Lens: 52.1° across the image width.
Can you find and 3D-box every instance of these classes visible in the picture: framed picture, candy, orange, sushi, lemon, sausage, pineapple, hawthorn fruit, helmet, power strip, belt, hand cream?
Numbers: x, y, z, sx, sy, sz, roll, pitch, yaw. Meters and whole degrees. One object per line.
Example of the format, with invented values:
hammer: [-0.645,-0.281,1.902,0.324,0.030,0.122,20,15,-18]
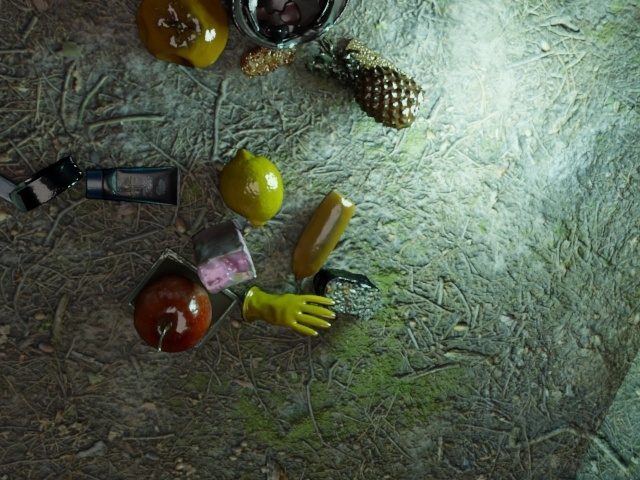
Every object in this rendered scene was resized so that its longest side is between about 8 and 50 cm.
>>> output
framed picture: [-0.433,0.190,2.063,0.293,0.018,0.231,38,95,-21]
candy: [-0.288,0.048,1.927,0.155,0.265,0.116,-21,113,-7]
orange: [-0.366,-0.587,1.759,0.248,0.183,0.249,-4,109,-12]
sushi: [0.086,0.169,2.131,0.225,0.126,0.136,22,100,-21]
lemon: [-0.202,-0.154,1.930,0.186,0.187,0.244,-19,110,-8]
sausage: [-0.006,-0.002,2.070,0.112,0.112,0.328,27,100,-20]
pineapple: [0.127,-0.456,1.918,0.361,0.175,0.175,23,100,-10]
hawthorn fruit: [-0.428,0.216,1.948,0.231,0.262,0.235,10,77,-38]
helmet: [-0.103,-0.672,1.793,0.338,0.197,0.271,-33,120,-9]
power strip: [-0.868,-0.136,1.848,0.123,0.032,0.056,33,97,-21]
belt: [-0.758,-0.155,1.804,0.198,0.151,0.078,-43,116,-28]
hand cream: [-0.544,-0.162,1.917,0.270,0.061,0.120,-1,102,-22]

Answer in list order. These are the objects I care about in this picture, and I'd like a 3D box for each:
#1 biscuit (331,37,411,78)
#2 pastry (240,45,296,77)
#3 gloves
biscuit: [0.155,-0.504,1.998,0.230,0.025,0.131,29,98,-20]
pastry: [-0.156,-0.532,1.895,0.169,0.063,0.087,-22,131,-11]
gloves: [-0.089,0.223,2.027,0.294,0.116,0.133,9,65,20]
